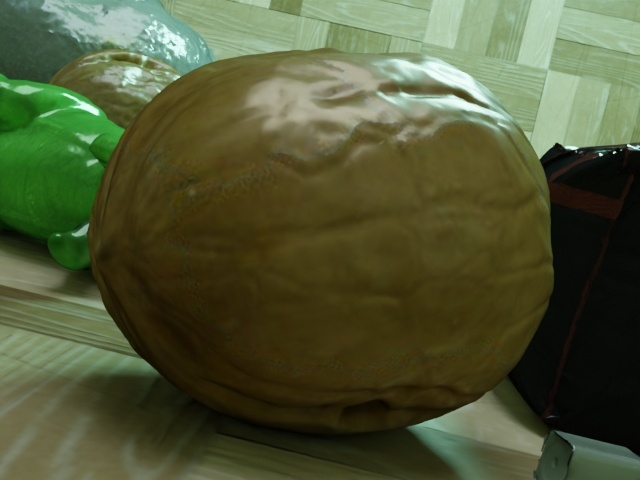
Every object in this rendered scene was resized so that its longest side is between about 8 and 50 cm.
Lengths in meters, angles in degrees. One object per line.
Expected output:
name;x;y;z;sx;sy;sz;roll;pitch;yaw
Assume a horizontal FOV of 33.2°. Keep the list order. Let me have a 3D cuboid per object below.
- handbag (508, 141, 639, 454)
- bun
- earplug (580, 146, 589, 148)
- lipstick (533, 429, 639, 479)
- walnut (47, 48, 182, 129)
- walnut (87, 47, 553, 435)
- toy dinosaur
handbag;0.185;0.022;0.668;0.155;0.169;0.215;13;7;-2
bun;-0.289;-0.213;1.332;0.362;0.211;0.362;6;-7;1
earplug;0.331;-0.031;1.351;0.326;0.175;0.214;6;15;24
lipstick;0.152;0.114;0.496;0.107;0.025;0.025;17;6;-18
walnut;-0.208;-0.120;1.108;0.184;0.155;0.155;8;9;-40
walnut;0.000;0.000;0.510;0.222;0.195;0.195;-2;14;-33
toy dinosaur;-0.176;-0.067;0.861;0.375;0.143;0.500;15;11;-17
